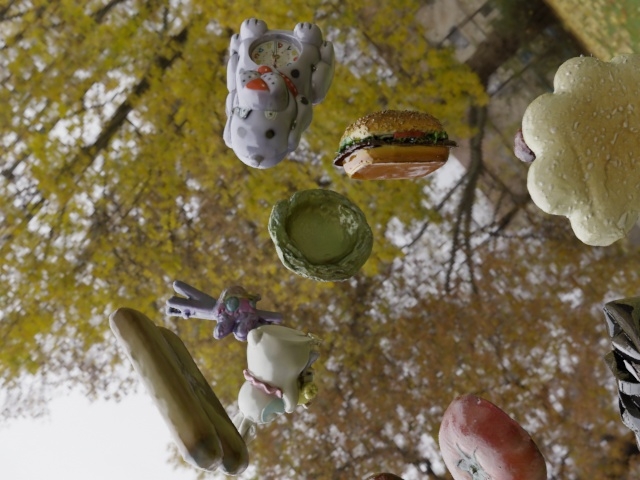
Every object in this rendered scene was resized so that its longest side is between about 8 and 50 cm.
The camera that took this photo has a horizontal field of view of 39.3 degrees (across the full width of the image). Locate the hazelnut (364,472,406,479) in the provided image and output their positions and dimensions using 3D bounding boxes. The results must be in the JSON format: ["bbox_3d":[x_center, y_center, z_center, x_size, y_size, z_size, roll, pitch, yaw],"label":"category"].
[{"bbox_3d":[0.175,0.719,2.366,0.186,0.210,0.210,13,-171,25],"label":"hazelnut"}]

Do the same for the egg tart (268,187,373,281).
[{"bbox_3d":[0.000,0.000,1.565,0.197,0.078,0.197,7,-124,-11],"label":"egg tart"}]

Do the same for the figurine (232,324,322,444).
[{"bbox_3d":[-0.091,0.291,1.750,0.155,0.236,0.127,6,-168,-40],"label":"figurine"}]

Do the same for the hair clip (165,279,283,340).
[{"bbox_3d":[-0.227,0.160,1.993,0.090,0.278,0.137,82,-158,-49],"label":"hair clip"}]

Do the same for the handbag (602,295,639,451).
[{"bbox_3d":[0.503,0.243,1.326,0.257,0.113,0.286,-58,-49,-74],"label":"handbag"}]

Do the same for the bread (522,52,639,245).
[{"bbox_3d":[0.330,-0.123,1.038,0.182,0.251,0.039,43,160,-1],"label":"bread"}]

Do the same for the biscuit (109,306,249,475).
[{"bbox_3d":[-0.219,0.242,1.427,0.291,0.062,0.237,53,178,22],"label":"biscuit"}]

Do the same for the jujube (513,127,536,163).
[{"bbox_3d":[0.454,-0.192,1.802,0.129,0.077,0.077,1,-151,1],"label":"jujube"}]

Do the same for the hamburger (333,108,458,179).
[{"bbox_3d":[0.101,-0.139,1.292,0.165,0.137,0.087,-2,-101,-25],"label":"hamburger"}]

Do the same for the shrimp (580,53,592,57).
[{"bbox_3d":[0.474,-0.257,1.533,0.073,0.075,0.190,35,175,34],"label":"shrimp"}]

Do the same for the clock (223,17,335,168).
[{"bbox_3d":[-0.085,-0.225,1.457,0.189,0.189,0.254,38,-137,-23],"label":"clock"}]

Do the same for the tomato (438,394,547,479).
[{"bbox_3d":[0.283,0.375,1.544,0.085,0.225,0.225,-31,-104,-26],"label":"tomato"}]
